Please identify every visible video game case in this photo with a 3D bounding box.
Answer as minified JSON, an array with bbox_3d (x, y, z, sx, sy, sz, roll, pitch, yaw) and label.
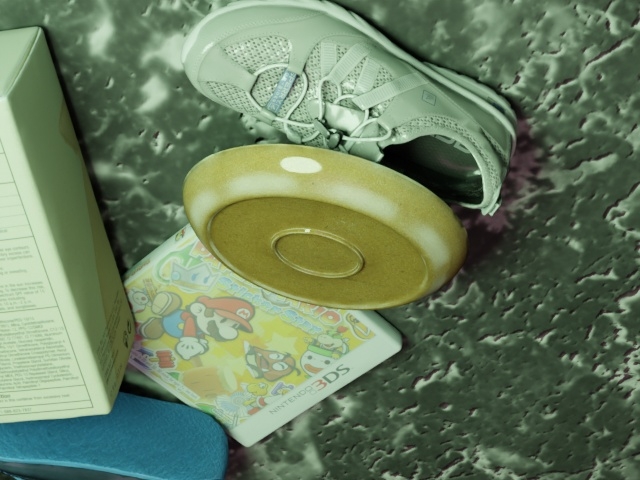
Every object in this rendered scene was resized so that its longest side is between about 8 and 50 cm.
[{"bbox_3d":[-0.075,0.081,1.305,0.206,0.026,0.227,-35,119,27],"label":"video game case"}]

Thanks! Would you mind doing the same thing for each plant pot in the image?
[{"bbox_3d":[0.000,0.000,1.136,0.236,0.032,0.236,11,152,6],"label":"plant pot"}]

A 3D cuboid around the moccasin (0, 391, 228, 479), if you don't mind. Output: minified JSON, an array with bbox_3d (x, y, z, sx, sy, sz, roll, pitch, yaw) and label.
[{"bbox_3d":[-0.261,0.194,1.335,0.342,0.138,0.117,21,141,-8],"label":"moccasin"}]

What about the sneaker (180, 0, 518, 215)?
[{"bbox_3d":[0.028,-0.102,1.092,0.281,0.115,0.105,17,128,-11],"label":"sneaker"}]

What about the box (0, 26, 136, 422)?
[{"bbox_3d":[-0.264,-0.006,1.164,0.148,0.121,0.311,-4,124,9],"label":"box"}]
